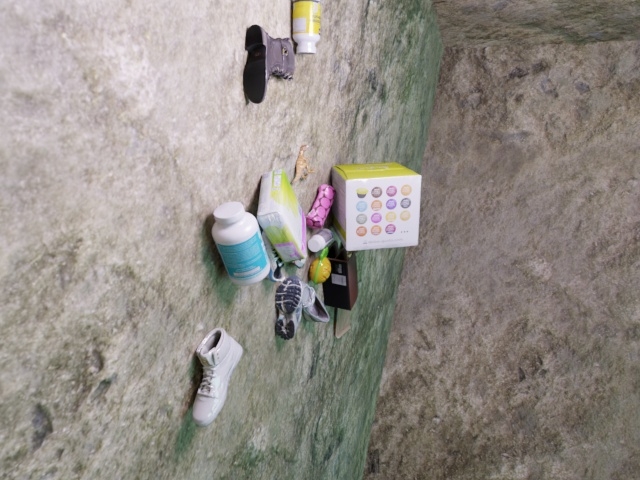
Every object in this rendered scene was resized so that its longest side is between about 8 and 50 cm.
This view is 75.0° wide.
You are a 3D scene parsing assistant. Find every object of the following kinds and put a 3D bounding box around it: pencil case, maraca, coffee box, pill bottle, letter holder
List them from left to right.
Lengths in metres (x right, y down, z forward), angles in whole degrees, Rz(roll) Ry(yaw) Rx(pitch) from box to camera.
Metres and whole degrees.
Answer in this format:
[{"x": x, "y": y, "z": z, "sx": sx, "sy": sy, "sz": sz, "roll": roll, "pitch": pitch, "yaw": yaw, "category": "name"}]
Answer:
[{"x": -0.259, "y": 0.009, "z": 1.345, "sx": 0.146, "sy": 0.147, "sz": 0.263, "roll": -55, "pitch": 146, "yaw": -42, "category": "pill bottle"}, {"x": -0.051, "y": -0.793, "z": 1.546, "sx": 0.103, "sy": 0.103, "sz": 0.183, "roll": -30, "pitch": 126, "yaw": -58, "category": "pill bottle"}, {"x": -0.001, "y": -0.159, "z": 1.902, "sx": 0.098, "sy": 0.095, "sz": 0.209, "roll": 39, "pitch": 58, "yaw": -33, "category": "pencil case"}, {"x": 0.000, "y": 0.000, "z": 1.965, "sx": 0.137, "sy": 0.078, "sz": 0.078, "roll": -36, "pitch": 130, "yaw": -56, "category": "pill bottle"}, {"x": 0.003, "y": 0.121, "z": 1.978, "sx": 0.127, "sy": 0.100, "sz": 0.185, "roll": -39, "pitch": 144, "yaw": -73, "category": "maraca"}, {"x": 0.119, "y": 0.176, "z": 2.197, "sx": 0.214, "sy": 0.152, "sz": 0.301, "roll": -49, "pitch": 141, "yaw": -51, "category": "letter holder"}, {"x": 0.246, "y": -0.175, "z": 1.967, "sx": 0.338, "sy": 0.339, "sz": 0.333, "roll": -114, "pitch": -159, "yaw": -67, "category": "coffee box"}]

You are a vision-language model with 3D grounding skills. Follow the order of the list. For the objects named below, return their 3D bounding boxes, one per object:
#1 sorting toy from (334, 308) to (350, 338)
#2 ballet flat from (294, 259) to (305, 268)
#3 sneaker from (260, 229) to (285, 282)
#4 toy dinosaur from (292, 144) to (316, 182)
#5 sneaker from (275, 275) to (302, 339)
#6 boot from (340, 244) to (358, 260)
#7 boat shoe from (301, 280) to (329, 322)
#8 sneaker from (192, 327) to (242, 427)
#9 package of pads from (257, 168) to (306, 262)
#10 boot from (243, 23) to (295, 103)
[{"x": 0.129, "y": 0.446, "z": 2.451, "sx": 0.193, "sy": 0.038, "sz": 0.207, "roll": -21, "pitch": 113, "yaw": -61, "category": "sorting toy"}, {"x": -0.106, "y": 0.060, "z": 1.753, "sx": 0.079, "sy": 0.076, "sz": 0.221, "roll": -37, "pitch": 149, "yaw": 8, "category": "ballet flat"}, {"x": -0.181, "y": 0.056, "z": 1.600, "sx": 0.085, "sy": 0.086, "sz": 0.236, "roll": -46, "pitch": 137, "yaw": -48, "category": "sneaker"}, {"x": -0.082, "y": -0.296, "z": 1.731, "sx": 0.112, "sy": 0.064, "sz": 0.211, "roll": 33, "pitch": 58, "yaw": -44, "category": "toy dinosaur"}, {"x": -0.129, "y": 0.276, "z": 1.794, "sx": 0.122, "sy": 0.110, "sz": 0.282, "roll": -40, "pitch": 142, "yaw": -71, "category": "sneaker"}, {"x": 0.176, "y": 0.019, "z": 2.353, "sx": 0.152, "sy": 0.073, "sz": 0.196, "roll": 50, "pitch": 52, "yaw": -53, "category": "boot"}, {"x": -0.044, "y": 0.294, "z": 1.947, "sx": 0.118, "sy": 0.103, "sz": 0.320, "roll": -64, "pitch": 150, "yaw": -31, "category": "boat shoe"}, {"x": -0.362, "y": 0.428, "z": 1.343, "sx": 0.169, "sy": 0.108, "sz": 0.292, "roll": 68, "pitch": 30, "yaw": -46, "category": "sneaker"}, {"x": -0.137, "y": -0.080, "z": 1.544, "sx": 0.296, "sy": 0.101, "sz": 0.229, "roll": 65, "pitch": 18, "yaw": -48, "category": "package of pads"}, {"x": -0.156, "y": -0.582, "z": 1.418, "sx": 0.229, "sy": 0.091, "sz": 0.262, "roll": -12, "pitch": 107, "yaw": -63, "category": "boot"}]
